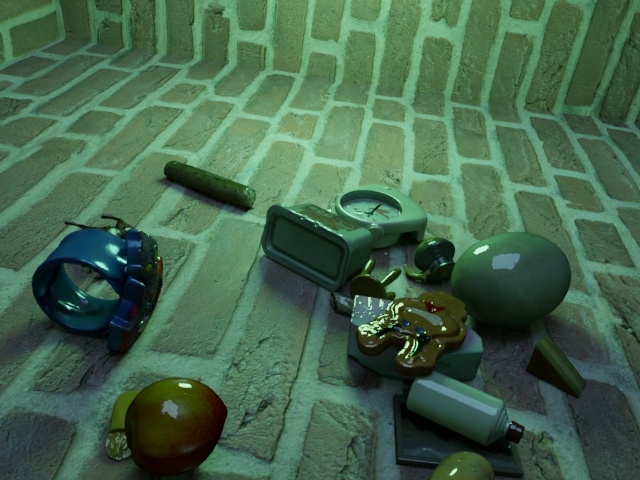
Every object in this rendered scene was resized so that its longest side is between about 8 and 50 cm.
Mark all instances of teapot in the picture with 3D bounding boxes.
[{"bbox_3d":[0.335,0.067,1.854,0.166,0.130,0.119,-27,52,5],"label":"teapot"}]

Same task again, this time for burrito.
[{"bbox_3d":[0.086,0.180,1.679,0.149,0.041,0.055,19,41,17],"label":"burrito"}]

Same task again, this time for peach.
[{"bbox_3d":[-0.276,0.357,1.195,0.197,0.197,0.197,5,32,-3],"label":"peach"}]

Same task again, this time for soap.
[{"bbox_3d":[-0.389,0.375,1.278,0.089,0.033,0.168,0,33,-7],"label":"soap"},{"bbox_3d":[0.230,0.250,1.535,0.324,0.109,0.193,10,32,4],"label":"soap"}]

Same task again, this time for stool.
[{"bbox_3d":[0.152,0.125,1.718,0.110,0.135,0.134,-35,95,-51],"label":"stool"}]

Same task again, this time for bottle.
[{"bbox_3d":[0.315,0.367,1.335,0.245,0.104,0.104,20,34,22],"label":"bottle"}]

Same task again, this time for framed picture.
[{"bbox_3d":[0.292,0.423,1.355,0.265,0.018,0.192,6,31,-1],"label":"framed picture"}]

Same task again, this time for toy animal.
[{"bbox_3d":[-0.622,-0.003,1.793,0.260,0.087,0.243,23,37,29],"label":"toy animal"}]

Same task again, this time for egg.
[{"bbox_3d":[0.521,0.104,1.688,0.352,0.258,0.258,-5,34,-21],"label":"egg"}]

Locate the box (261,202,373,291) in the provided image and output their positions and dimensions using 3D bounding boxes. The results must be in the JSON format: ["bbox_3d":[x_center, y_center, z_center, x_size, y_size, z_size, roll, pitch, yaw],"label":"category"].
[{"bbox_3d":[0.000,0.000,1.849,0.312,0.175,0.182,27,27,28],"label":"box"}]

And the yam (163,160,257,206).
[{"bbox_3d":[-0.393,-0.201,2.169,0.371,0.083,0.083,20,34,22],"label":"yam"}]

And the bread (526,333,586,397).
[{"bbox_3d":[0.596,0.310,1.532,0.139,0.084,0.074,29,37,30],"label":"bread"}]

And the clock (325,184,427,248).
[{"bbox_3d":[0.164,-0.075,2.043,0.324,0.108,0.265,-11,37,-26],"label":"clock"}]

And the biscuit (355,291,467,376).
[{"bbox_3d":[0.235,0.202,1.459,0.202,0.047,0.334,27,34,31],"label":"biscuit"}]

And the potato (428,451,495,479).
[{"bbox_3d":[0.270,0.472,1.186,0.109,0.118,0.178,56,34,7],"label":"potato"}]

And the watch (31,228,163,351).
[{"bbox_3d":[-0.528,0.085,1.466,0.274,0.305,0.241,16,31,0],"label":"watch"}]
